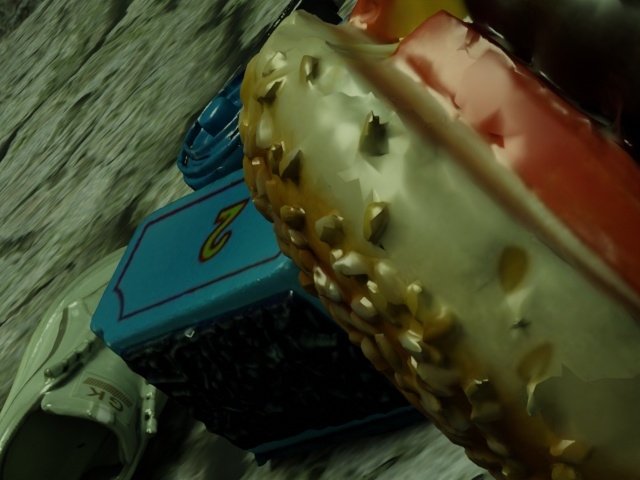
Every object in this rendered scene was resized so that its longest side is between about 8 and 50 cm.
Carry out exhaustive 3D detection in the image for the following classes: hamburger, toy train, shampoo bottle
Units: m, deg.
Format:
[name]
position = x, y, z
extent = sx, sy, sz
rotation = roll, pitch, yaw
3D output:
[hamburger]
position = 0.133, -0.016, 0.772
extent = 0.250, 0.330, 0.330
rotation = -43, 19, 1
[toy train]
position = 0.000, 0.000, 1.246
extent = 0.300, 0.188, 0.265
rotation = -23, 36, 49
[shampoo bottle]
position = -0.020, -0.198, 1.855
extent = 0.207, 0.063, 0.057
rotation = -52, 9, -4

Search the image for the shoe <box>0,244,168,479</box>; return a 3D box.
[shoe]
position = -0.175, 0.124, 1.452
extent = 0.316, 0.124, 0.159
rotation = -62, 11, -18
